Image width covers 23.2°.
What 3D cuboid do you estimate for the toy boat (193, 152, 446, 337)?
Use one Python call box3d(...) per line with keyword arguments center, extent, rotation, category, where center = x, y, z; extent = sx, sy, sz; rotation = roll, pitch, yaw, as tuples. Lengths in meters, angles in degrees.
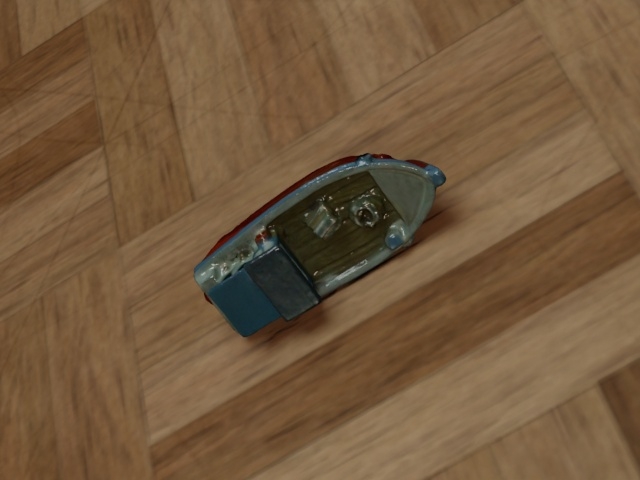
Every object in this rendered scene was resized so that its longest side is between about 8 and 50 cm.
box3d(center=(0.000, 0.000, 0.947), extent=(0.173, 0.069, 0.059), rotation=(-32, 24, 10), category="toy boat")
